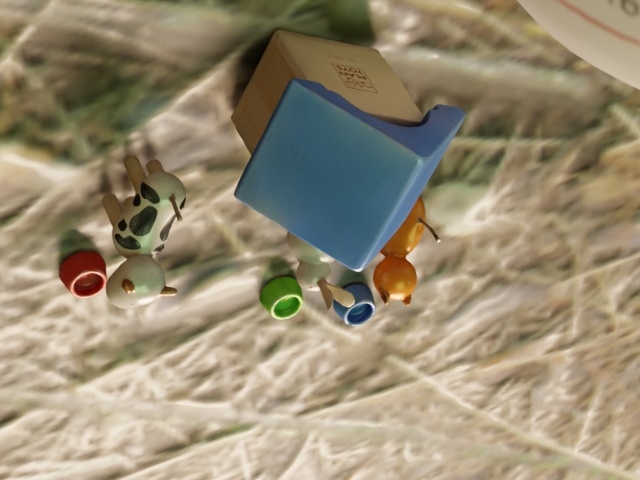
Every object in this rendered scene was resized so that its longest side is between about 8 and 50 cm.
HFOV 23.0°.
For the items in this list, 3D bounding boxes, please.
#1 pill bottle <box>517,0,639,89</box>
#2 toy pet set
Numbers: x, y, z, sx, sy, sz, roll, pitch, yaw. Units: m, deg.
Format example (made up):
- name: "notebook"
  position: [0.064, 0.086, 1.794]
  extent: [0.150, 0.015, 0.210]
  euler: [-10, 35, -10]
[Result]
- name: "pill bottle"
  position: [0.103, -0.169, 0.255]
  extent: [0.161, 0.161, 0.283]
  euler: [-19, 140, -11]
- name: "toy pet set"
  position: [0.000, 0.000, 0.482]
  extent: [0.122, 0.065, 0.114]
  euler: [6, 128, -34]
